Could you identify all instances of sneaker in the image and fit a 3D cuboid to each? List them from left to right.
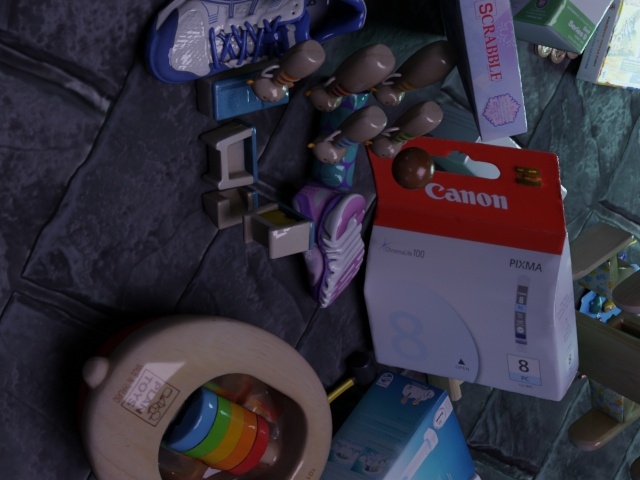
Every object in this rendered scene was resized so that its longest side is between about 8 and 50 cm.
[{"bbox_3d":[-0.077,-0.270,1.631,0.296,0.131,0.112,-29,128,-26],"label":"sneaker"},{"bbox_3d":[0.000,0.000,1.859,0.095,0.104,0.236,-52,159,-32],"label":"sneaker"}]

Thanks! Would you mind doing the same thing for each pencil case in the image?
[{"bbox_3d":[0.028,-0.148,1.826,0.070,0.064,0.151,-25,129,-61],"label":"pencil case"}]

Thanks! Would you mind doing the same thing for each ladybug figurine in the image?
[{"bbox_3d":[-0.167,0.239,1.771,0.305,0.162,0.449,-55,135,-6],"label":"ladybug figurine"}]

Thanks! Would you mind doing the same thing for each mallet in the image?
[{"bbox_3d":[0.014,0.253,2.030,0.190,0.039,0.062,-41,134,-13],"label":"mallet"}]

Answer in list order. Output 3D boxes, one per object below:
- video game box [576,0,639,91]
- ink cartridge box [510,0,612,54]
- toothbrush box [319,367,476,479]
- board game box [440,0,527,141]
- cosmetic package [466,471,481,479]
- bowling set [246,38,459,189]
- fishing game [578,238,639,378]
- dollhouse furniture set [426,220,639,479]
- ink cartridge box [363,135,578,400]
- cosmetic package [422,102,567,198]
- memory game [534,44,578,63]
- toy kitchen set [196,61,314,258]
[{"bbox_3d":[0.521,-0.344,2.168,0.205,0.048,0.187,0,108,-46],"label":"video game box"},{"bbox_3d":[0.365,-0.395,1.932,0.093,0.154,0.212,31,88,-34],"label":"ink cartridge box"},{"bbox_3d":[0.096,0.384,2.016,0.295,0.126,0.216,-53,139,-28],"label":"toothbrush box"},{"bbox_3d":[0.194,-0.345,1.718,0.066,0.318,0.318,-12,125,4],"label":"board game box"},{"bbox_3d":[0.172,0.463,2.181,0.184,0.151,0.151,-42,132,-20],"label":"cosmetic package"},{"bbox_3d":[0.053,-0.143,1.658,0.287,0.154,0.200,-2,74,-35],"label":"bowling set"},{"bbox_3d":[0.549,0.131,2.432,0.189,0.041,0.264,-19,121,-31],"label":"fishing game"},{"bbox_3d":[0.379,0.178,2.055,0.256,0.394,0.362,-32,128,-25],"label":"dollhouse furniture set"},{"bbox_3d":[0.205,0.038,1.893,0.091,0.308,0.385,-49,138,-42],"label":"ink cartridge box"},{"bbox_3d":[0.264,-0.112,2.005,0.231,0.117,0.085,37,84,-42],"label":"cosmetic package"},{"bbox_3d":[0.397,-0.372,2.077,0.186,0.012,0.186,-18,121,-34],"label":"memory game"},{"bbox_3d":[-0.061,-0.108,1.695,0.122,0.166,0.207,-20,122,-33],"label":"toy kitchen set"}]
